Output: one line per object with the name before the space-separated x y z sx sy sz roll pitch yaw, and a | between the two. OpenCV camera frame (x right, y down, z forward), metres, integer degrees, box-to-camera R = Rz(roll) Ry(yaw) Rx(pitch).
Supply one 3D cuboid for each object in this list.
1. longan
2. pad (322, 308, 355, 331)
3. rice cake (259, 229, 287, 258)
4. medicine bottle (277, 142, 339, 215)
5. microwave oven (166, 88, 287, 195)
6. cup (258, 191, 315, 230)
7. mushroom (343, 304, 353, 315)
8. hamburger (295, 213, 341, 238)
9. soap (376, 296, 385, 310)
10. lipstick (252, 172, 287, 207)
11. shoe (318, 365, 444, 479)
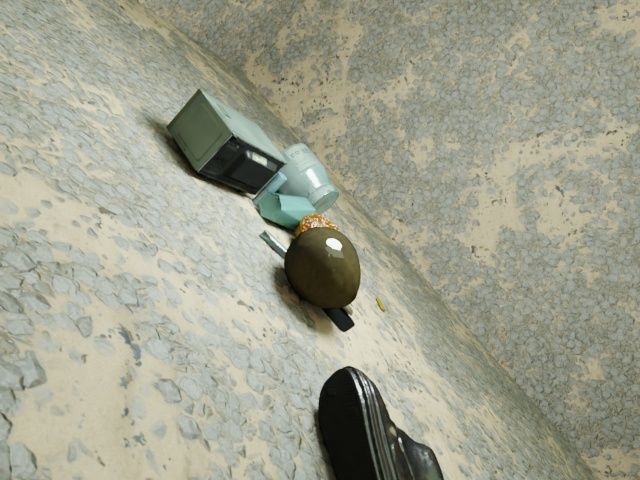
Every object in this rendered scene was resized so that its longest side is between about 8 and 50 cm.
longan | 0.011 0.088 1.718 0.300 0.243 0.300 52 24 -34
pad | 0.018 0.211 1.869 0.267 0.004 0.181 48 15 12
rice cake | -0.141 0.031 1.860 0.180 0.030 0.042 43 17 -6
medicine bottle | -0.077 -0.265 2.433 0.290 0.245 0.245 53 16 16
microwave oven | -0.343 -0.340 1.936 0.286 0.218 0.355 54 16 24
cup | -0.134 -0.118 2.091 0.235 0.148 0.134 11 64 -64
mushroom | 0.055 0.192 1.924 0.202 0.054 0.059 50 13 -1
hamburger | -0.001 -0.004 2.070 0.237 0.147 0.237 42 31 -32
soap | 0.267 0.284 2.341 0.034 0.012 0.089 38 17 -29
lipstick | -0.200 -0.198 2.062 0.048 0.158 0.048 42 15 -14
shoe | 0.139 0.466 1.176 0.237 0.171 0.384 29 22 -30
